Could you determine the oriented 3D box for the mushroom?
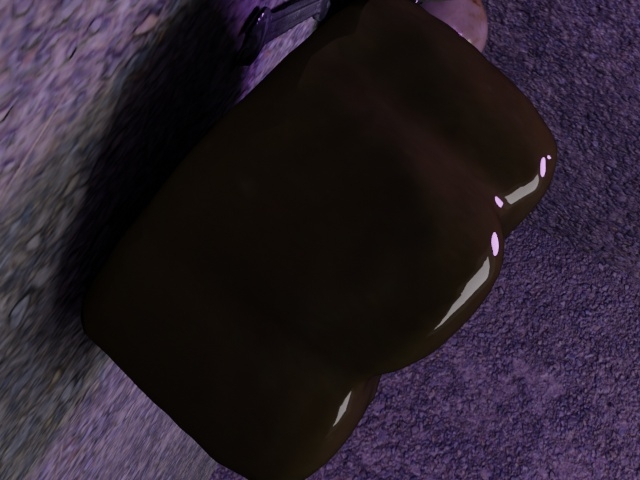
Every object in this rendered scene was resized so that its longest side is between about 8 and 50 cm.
[{"bbox_3d":[0.210,-0.410,1.974,0.215,0.207,0.207,-22,-151,47],"label":"mushroom"}]

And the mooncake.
[{"bbox_3d":[0.000,0.000,0.979,0.467,0.262,0.467,-50,180,0],"label":"mooncake"}]

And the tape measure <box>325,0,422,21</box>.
[{"bbox_3d":[0.084,-0.343,1.362,0.199,0.112,0.186,110,6,-59],"label":"tape measure"}]

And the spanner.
[{"bbox_3d":[-0.032,-0.257,1.149,0.071,0.017,0.302,-66,173,29],"label":"spanner"}]
